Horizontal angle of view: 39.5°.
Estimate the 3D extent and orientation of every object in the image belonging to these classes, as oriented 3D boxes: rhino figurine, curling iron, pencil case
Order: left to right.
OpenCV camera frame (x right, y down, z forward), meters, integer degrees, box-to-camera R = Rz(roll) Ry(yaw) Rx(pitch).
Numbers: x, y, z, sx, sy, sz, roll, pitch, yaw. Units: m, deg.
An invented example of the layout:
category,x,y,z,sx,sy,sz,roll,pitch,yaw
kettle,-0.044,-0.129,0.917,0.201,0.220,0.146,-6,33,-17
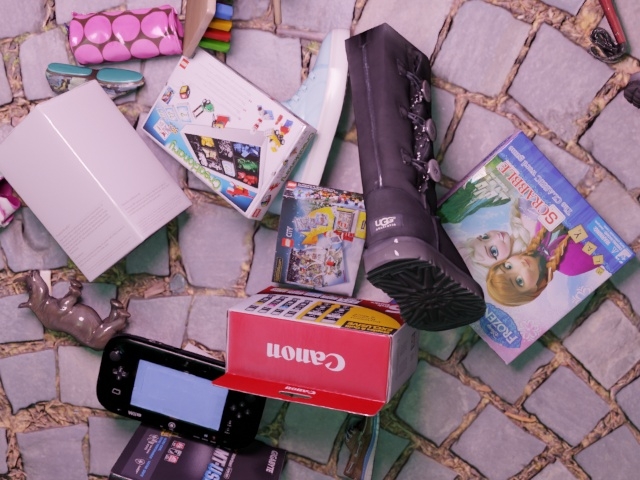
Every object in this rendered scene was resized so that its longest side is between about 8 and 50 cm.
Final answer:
category,x,y,z,sx,sy,sz,roll,pitch,yaw
rhino figurine,-0.499,0.135,1.756,0.243,0.073,0.106,26,99,0
pencil case,-0.355,-0.381,1.639,0.209,0.095,0.098,-4,84,3
curling iron,0.485,-0.448,1.591,0.068,0.035,0.274,-16,100,7

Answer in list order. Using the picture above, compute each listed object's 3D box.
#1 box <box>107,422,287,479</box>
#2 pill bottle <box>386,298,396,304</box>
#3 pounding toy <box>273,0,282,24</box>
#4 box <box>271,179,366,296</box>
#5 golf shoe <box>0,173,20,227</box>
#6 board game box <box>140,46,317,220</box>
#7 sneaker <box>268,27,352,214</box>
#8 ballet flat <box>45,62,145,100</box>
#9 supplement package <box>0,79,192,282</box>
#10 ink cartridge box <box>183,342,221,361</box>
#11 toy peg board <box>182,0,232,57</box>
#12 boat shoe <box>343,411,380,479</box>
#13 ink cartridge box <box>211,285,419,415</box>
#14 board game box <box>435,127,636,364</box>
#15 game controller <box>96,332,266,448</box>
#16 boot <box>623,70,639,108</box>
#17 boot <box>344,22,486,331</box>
category,x,y,z,sx,sy,sz,roll,pitch,yaw
box,-0.224,0.439,1.682,0.293,0.295,0.073,17,104,1
pill bottle,0.161,0.135,1.711,0.120,0.067,0.067,-39,96,10
pounding toy,-0.096,-0.472,1.541,0.094,0.206,0.181,12,102,2
box,0.000,0.000,1.644,0.159,0.044,0.233,11,136,0
golf shoe,-0.663,-0.039,1.716,0.140,0.115,0.306,18,103,-3
board game box,-0.172,-0.200,1.610,0.305,0.053,0.193,39,103,25
sneaker,-0.044,-0.217,1.623,0.150,0.135,0.366,16,101,-4
ballet flat,-0.421,-0.293,1.680,0.188,0.070,0.070,9,101,4
supplement package,-0.415,-0.110,1.626,0.177,0.175,0.293,-33,98,34
ink cartridge box,-0.244,0.274,1.755,0.143,0.090,0.092,31,101,-1
toy peg board,-0.180,-0.422,1.570,0.079,0.160,0.161,8,70,-22
boat shoe,0.080,0.395,1.768,0.066,0.066,0.183,8,101,4
ink cartridge box,-0.003,0.188,1.593,0.309,0.272,0.130,7,102,19
board game box,0.359,0.013,1.673,0.318,0.066,0.319,-44,94,11
game controller,-0.262,0.285,1.678,0.319,0.067,0.166,17,101,2
boot,0.709,-0.313,1.567,0.338,0.118,0.223,12,89,-7
boot,0.163,-0.101,1.550,0.146,0.367,0.445,-15,61,17
